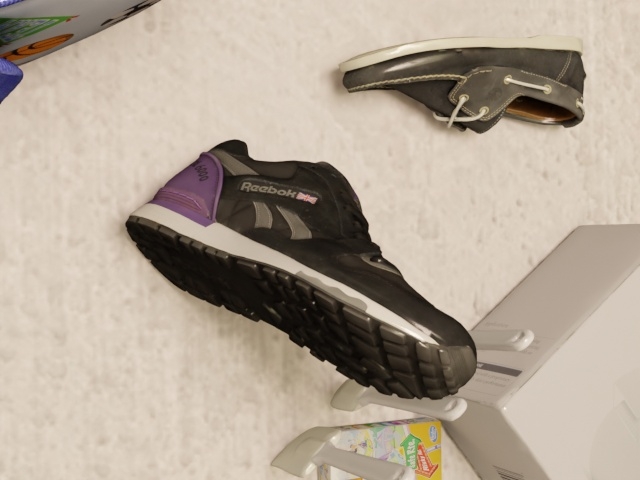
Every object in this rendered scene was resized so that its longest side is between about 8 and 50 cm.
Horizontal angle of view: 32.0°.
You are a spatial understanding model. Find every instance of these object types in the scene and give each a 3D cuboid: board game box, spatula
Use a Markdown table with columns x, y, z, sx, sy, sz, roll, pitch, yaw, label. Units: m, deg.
| x | y | z | sx | sy | sz | roll | pitch | yaw | label |
| --- | --- | --- | --- | --- | --- | --- | --- | --- | --- |
| 0.050 | 0.227 | 0.916 | 0.103 | 0.026 | 0.154 | -2 | 91 | -25 | board game box |
| 0.052 | 0.108 | 0.799 | 0.168 | 0.242 | 0.019 | -45 | 99 | -18 | spatula |

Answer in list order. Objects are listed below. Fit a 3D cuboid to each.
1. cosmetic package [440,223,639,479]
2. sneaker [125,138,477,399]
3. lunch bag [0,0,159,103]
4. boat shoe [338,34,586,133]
| x | y | z | sx | sy | sz | roll | pitch | yaw | label |
| --- | --- | --- | --- | --- | --- | --- | --- | --- | --- |
| 0.245 | 0.139 | 0.948 | 0.225 | 0.138 | 0.224 | -41 | 106 | -18 | cosmetic package |
| 0.000 | 0.000 | 0.766 | 0.124 | 0.283 | 0.107 | -50 | 145 | -22 | sneaker |
| -0.218 | -0.188 | 0.626 | 0.385 | 0.328 | 0.239 | -31 | 102 | -24 | lunch bag |
| 0.124 | -0.127 | 0.919 | 0.233 | 0.084 | 0.079 | -3 | 91 | -28 | boat shoe |
